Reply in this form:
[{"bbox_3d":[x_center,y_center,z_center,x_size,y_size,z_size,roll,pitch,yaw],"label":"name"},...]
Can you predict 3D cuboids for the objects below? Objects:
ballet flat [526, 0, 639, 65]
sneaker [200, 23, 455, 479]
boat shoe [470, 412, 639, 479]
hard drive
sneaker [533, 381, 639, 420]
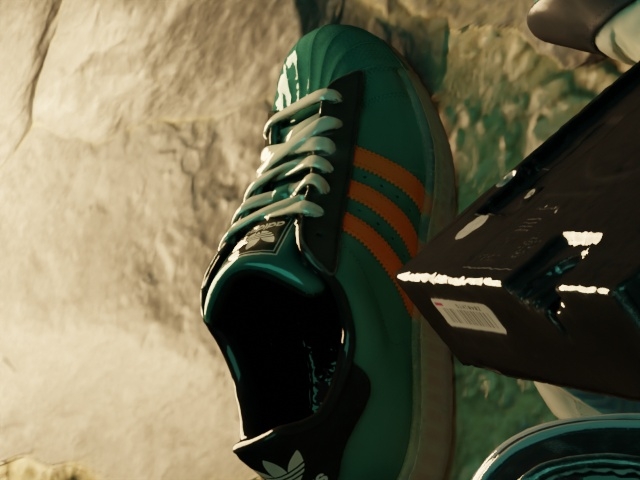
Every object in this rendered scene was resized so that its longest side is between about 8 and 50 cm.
[{"bbox_3d":[0.191,-0.124,0.988,0.203,0.074,0.074,-23,57,33],"label":"ballet flat"},{"bbox_3d":[0.000,0.000,1.078,0.108,0.121,0.302,-26,55,34],"label":"sneaker"},{"bbox_3d":[0.167,0.122,0.595,0.301,0.102,0.108,23,81,30],"label":"boat shoe"},{"bbox_3d":[0.204,-0.068,0.787,0.339,0.064,0.237,-41,11,-13],"label":"hard drive"},{"bbox_3d":[0.183,0.099,0.884,0.087,0.092,0.228,-42,66,-2],"label":"sneaker"}]
